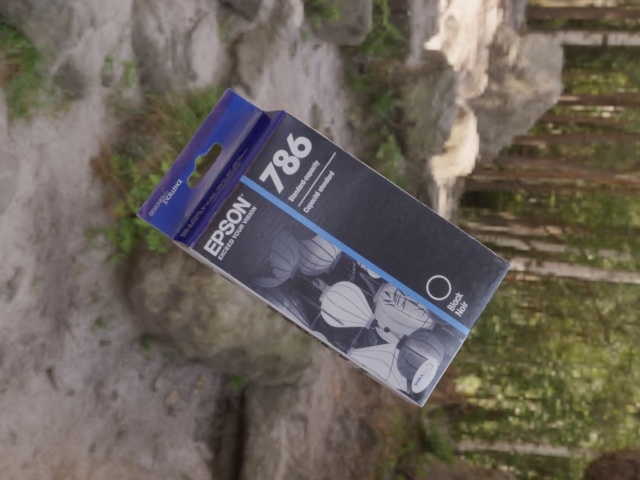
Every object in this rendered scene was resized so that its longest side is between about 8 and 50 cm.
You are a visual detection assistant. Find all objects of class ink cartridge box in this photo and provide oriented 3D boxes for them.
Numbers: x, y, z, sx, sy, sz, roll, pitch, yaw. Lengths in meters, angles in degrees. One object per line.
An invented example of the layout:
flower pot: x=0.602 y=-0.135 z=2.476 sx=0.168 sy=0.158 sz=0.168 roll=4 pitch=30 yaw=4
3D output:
ink cartridge box: x=0.000 y=0.000 z=0.910 sx=0.165 sy=0.332 sz=0.065 roll=-57 pitch=179 yaw=-8
